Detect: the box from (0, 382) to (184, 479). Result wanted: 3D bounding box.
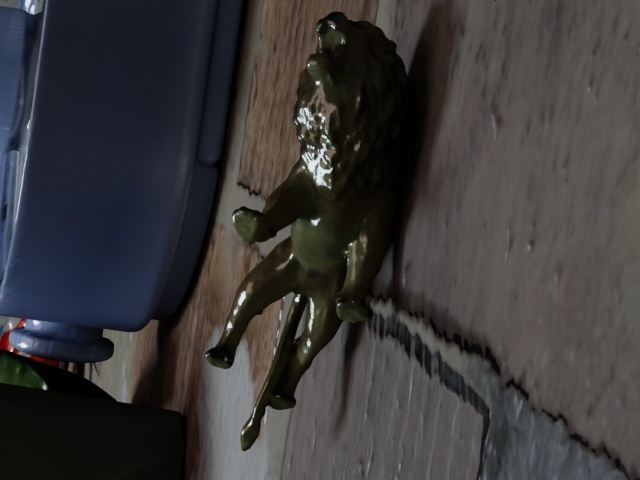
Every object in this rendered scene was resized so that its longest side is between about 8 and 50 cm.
[{"bbox_3d":[-0.184,0.220,1.184,0.138,0.178,0.274,113,159,-52],"label":"box"}]

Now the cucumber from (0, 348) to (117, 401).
[{"bbox_3d":[-0.214,0.129,1.405,0.244,0.115,0.063,48,-143,-73],"label":"cucumber"}]

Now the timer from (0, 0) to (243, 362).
[{"bbox_3d":[-0.178,-0.097,1.355,0.395,0.173,0.395,-173,90,-76],"label":"timer"}]

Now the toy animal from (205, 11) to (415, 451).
[{"bbox_3d":[-0.005,0.011,0.792,0.086,0.069,0.219,-62,-6,-61],"label":"toy animal"}]

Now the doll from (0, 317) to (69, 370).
[{"bbox_3d":[-0.290,0.148,1.891,0.188,0.099,0.384,115,155,-54],"label":"doll"}]
